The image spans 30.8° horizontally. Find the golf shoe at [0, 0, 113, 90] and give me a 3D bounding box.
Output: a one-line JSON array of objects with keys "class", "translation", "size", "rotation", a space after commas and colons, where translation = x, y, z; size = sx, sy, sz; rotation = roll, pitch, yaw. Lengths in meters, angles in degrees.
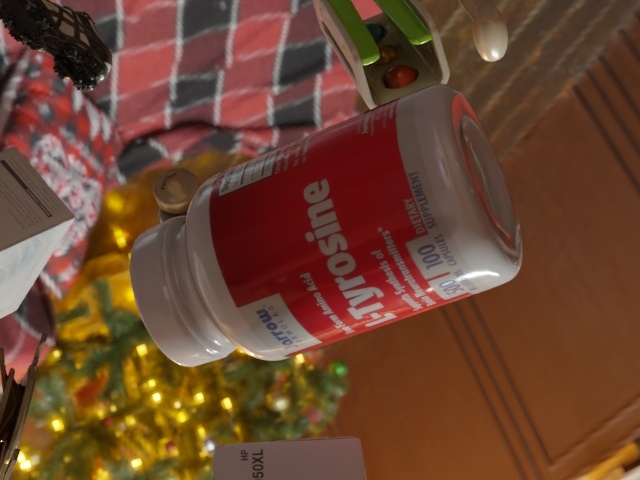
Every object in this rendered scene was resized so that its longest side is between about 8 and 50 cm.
[{"class": "golf shoe", "translation": [-0.373, -0.301, 1.634], "size": [0.077, 0.094, 0.198], "rotation": [-30, 111, 31]}]

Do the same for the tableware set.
[{"class": "tableware set", "translation": [-0.296, 0.177, 1.051], "size": [0.039, 0.128, 0.194], "rotation": [16, 140, -15]}]

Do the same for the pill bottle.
[{"class": "pill bottle", "translation": [0.000, 0.000, 1.306], "size": [0.407, 0.229, 0.229], "rotation": [-21, 156, 21]}]

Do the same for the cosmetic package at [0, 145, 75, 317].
[{"class": "cosmetic package", "translation": [-0.474, 0.025, 1.501], "size": [0.224, 0.138, 0.224], "rotation": [-31, 166, -50]}]

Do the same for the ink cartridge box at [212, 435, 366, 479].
[{"class": "ink cartridge box", "translation": [-0.020, 0.446, 1.245], "size": [0.166, 0.285, 0.395], "rotation": [-4, 128, -2]}]

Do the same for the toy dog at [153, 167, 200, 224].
[{"class": "toy dog", "translation": [-0.164, -0.010, 2.054], "size": [0.333, 0.161, 0.220], "rotation": [1, 149, 29]}]

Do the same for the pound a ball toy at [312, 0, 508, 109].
[{"class": "pound a ball toy", "translation": [0.127, -0.297, 1.683], "size": [0.208, 0.319, 0.136], "rotation": [-22, 126, -2]}]
